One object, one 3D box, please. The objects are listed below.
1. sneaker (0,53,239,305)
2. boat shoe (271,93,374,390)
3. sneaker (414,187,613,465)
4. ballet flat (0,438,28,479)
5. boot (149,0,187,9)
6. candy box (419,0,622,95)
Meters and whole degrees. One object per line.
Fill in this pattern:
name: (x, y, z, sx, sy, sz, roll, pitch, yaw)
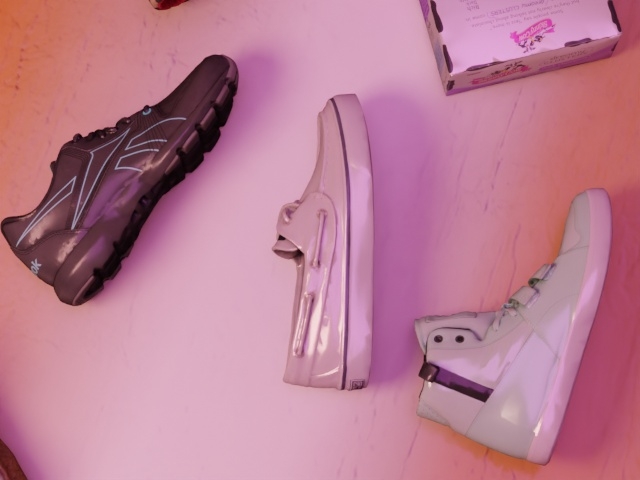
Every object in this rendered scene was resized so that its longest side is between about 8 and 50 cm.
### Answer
sneaker: (-0.176, -0.072, 1.746, 0.106, 0.101, 0.267, 36, 79, 9)
boat shoe: (0.000, 0.000, 1.739, 0.088, 0.096, 0.267, 1, 86, -5)
sneaker: (0.166, 0.056, 1.725, 0.151, 0.094, 0.256, 17, 77, 6)
ballet flat: (-0.332, 0.168, 1.676, 0.116, 0.124, 0.342, -24, 79, -6)
boot: (-0.210, -0.337, 1.785, 0.377, 0.138, 0.284, -33, 86, 0)
candy box: (0.171, -0.250, 1.805, 0.165, 0.070, 0.196, -13, 77, -4)
